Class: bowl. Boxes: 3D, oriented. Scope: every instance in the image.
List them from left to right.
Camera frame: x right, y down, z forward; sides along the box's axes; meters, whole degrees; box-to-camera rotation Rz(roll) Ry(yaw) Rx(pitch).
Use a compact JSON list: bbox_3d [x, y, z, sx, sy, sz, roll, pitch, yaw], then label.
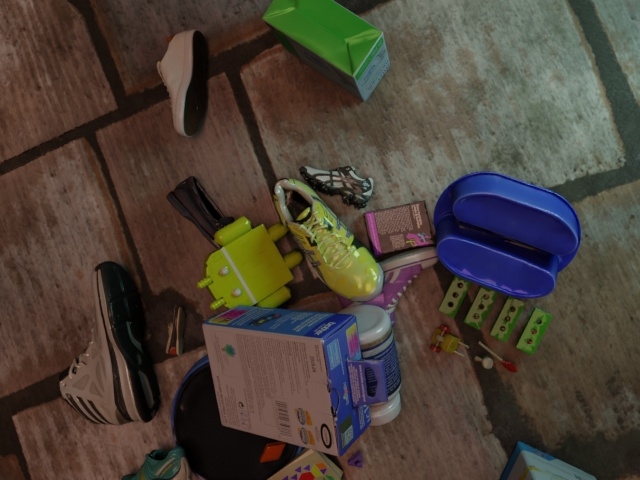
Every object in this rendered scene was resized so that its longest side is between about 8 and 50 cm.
[{"bbox_3d":[-0.215,0.477,1.444,0.392,0.077,0.390,0,90,11],"label":"bowl"}]

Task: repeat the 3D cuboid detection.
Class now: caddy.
[{"bbox_3d":[0.431,-0.019,1.273,0.342,0.179,0.241,21,116,10],"label":"caddy"}]

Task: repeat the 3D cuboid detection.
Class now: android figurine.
[{"bbox_3d":[-0.179,0.070,1.375,0.273,0.056,0.248,-31,101,-22],"label":"android figurine"}]

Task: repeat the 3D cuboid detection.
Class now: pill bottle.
[{"bbox_3d":[0.113,0.301,1.308,0.153,0.153,0.264,-9,112,11],"label":"pill bottle"}]

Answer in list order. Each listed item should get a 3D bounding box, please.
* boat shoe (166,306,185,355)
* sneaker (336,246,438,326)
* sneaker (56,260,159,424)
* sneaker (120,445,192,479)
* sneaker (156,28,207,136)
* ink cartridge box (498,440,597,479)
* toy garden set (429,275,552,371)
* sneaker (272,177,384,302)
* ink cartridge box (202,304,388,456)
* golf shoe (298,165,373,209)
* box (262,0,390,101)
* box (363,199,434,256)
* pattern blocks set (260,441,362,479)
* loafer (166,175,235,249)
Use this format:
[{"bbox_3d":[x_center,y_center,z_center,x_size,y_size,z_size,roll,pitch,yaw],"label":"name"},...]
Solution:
[{"bbox_3d":[-0.400,0.248,1.495,0.043,0.049,0.136,5,96,13],"label":"boat shoe"},{"bbox_3d":[0.187,0.125,1.362,0.282,0.102,0.161,-25,89,20],"label":"sneaker"},{"bbox_3d":[-0.616,0.292,1.472,0.258,0.169,0.447,-12,90,9],"label":"sneaker"},{"bbox_3d":[-0.438,0.617,1.456,0.275,0.107,0.109,-27,68,32],"label":"sneaker"},{"bbox_3d":[-0.379,-0.417,1.470,0.123,0.106,0.289,1,82,20],"label":"sneaker"},{"bbox_3d":[0.514,0.620,1.206,0.198,0.270,0.197,24,94,10],"label":"ink cartridge box"},{"bbox_3d":[0.404,0.219,1.342,0.244,0.049,0.203,26,93,9],"label":"toy garden set"},{"bbox_3d":[0.000,0.000,1.320,0.145,0.147,0.384,-45,65,5],"label":"sneaker"},{"bbox_3d":[-0.051,0.300,1.204,0.396,0.151,0.269,1,106,35],"label":"ink cartridge box"},{"bbox_3d":[0.043,-0.158,1.403,0.198,0.077,0.093,26,81,5],"label":"golf shoe"},{"bbox_3d":[0.025,-0.481,1.317,0.262,0.231,0.126,36,96,8],"label":"box"},{"bbox_3d":[0.200,-0.030,1.388,0.162,0.029,0.116,-11,89,12],"label":"box"},{"bbox_3d":[-0.046,0.608,1.382,0.325,0.026,0.285,-27,108,-5],"label":"pattern blocks set"},{"bbox_3d":[-0.277,-0.051,1.443,0.302,0.109,0.095,42,92,10],"label":"loafer"}]
